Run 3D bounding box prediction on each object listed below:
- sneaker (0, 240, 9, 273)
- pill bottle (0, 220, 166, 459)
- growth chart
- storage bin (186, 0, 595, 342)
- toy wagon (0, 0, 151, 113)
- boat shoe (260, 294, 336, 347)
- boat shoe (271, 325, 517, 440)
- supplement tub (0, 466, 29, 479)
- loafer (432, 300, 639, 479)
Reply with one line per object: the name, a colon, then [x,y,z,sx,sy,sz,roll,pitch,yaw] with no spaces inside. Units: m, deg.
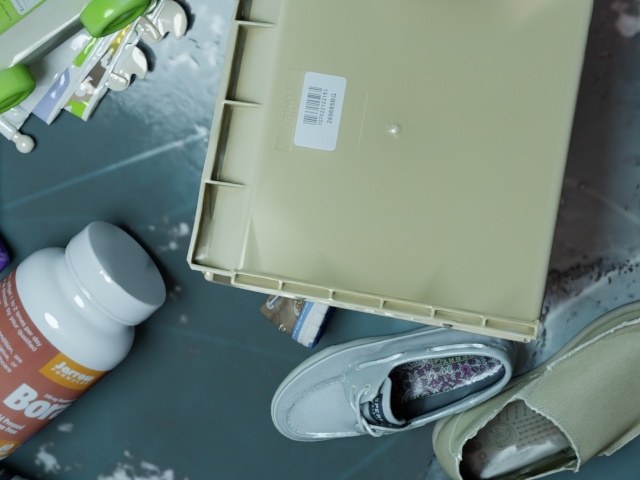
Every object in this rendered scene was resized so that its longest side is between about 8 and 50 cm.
sneaker: [-0.308,-0.047,1.030,0.071,0.068,0.170,-22,104,7]
pill bottle: [-0.239,0.084,1.034,0.216,0.121,0.121,-39,100,17]
growth chart: [-0.221,-0.183,0.998,0.237,0.021,0.172,-41,100,17]
storage bin: [0.056,-0.074,0.902,0.260,0.123,0.262,10,88,4]
toy wagon: [-0.300,-0.231,0.951,0.344,0.068,0.267,-32,90,16]
boat shoe: [0.000,0.000,1.008,0.066,0.066,0.183,25,105,7]
boat shoe: [0.059,0.125,1.032,0.227,0.081,0.079,-20,104,12]
supplement tub: [-0.365,0.272,1.073,0.272,0.191,0.191,26,109,-2]
loafer: [0.217,0.143,1.014,0.268,0.092,0.102,-33,101,15]
